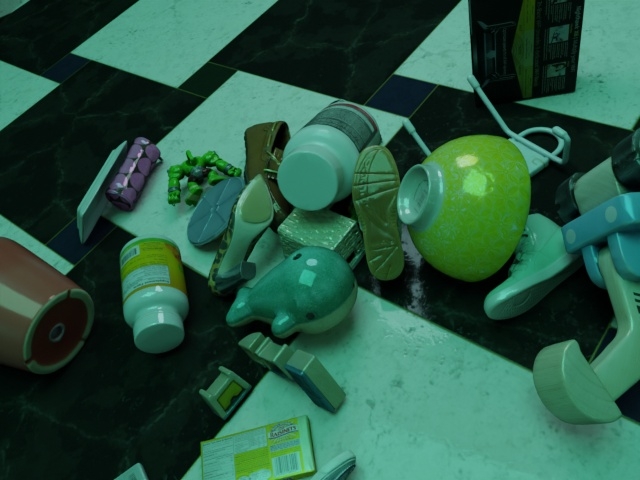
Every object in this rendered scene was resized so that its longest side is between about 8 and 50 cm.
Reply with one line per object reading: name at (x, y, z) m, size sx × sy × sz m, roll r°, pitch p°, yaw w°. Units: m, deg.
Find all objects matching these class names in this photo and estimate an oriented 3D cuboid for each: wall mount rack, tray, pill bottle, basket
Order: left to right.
tray at (-0.582, -0.133, 1.576) m, size 0.030 × 0.145 × 0.270 m, roll 21°, pitch 54°, yaw -8°
pill bottle at (-0.361, 0.116, 1.295) m, size 0.136 × 0.136 × 0.246 m, roll -21°, pitch 48°, yaw 0°
basket at (0.000, 0.000, 1.297) m, size 0.167 × 0.103 × 0.113 m, roll 23°, pitch 60°, yaw 33°
pill bottle at (0.019, -0.187, 1.325) m, size 0.176 × 0.177 × 0.318 m, roll 0°, pitch 26°, yaw 18°
wall mount rack at (0.368, -0.216, 1.340) m, size 0.350 × 0.131 × 0.304 m, roll -35°, pitch 49°, yaw -13°

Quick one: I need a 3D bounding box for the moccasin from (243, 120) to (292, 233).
moccasin at (-0.100, -0.166, 1.460) m, size 0.146 × 0.139 × 0.380 m, roll -22°, pitch 38°, yaw 11°

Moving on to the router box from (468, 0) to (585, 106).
router box at (0.478, -0.475, 1.400) m, size 0.242 × 0.309 × 0.081 m, roll -6°, pitch 51°, yaw 13°

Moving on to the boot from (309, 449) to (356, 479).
boot at (0.005, 0.436, 0.963) m, size 0.190 × 0.069 × 0.086 m, roll -43°, pitch 58°, yaw -8°

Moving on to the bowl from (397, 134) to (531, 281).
bowl at (0.240, -0.073, 1.136) m, size 0.155 × 0.289 × 0.290 m, roll 9°, pitch 45°, yaw -21°

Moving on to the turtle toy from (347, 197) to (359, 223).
turtle toy at (0.121, -0.085, 1.353) m, size 0.130 × 0.066 × 0.095 m, roll -33°, pitch 49°, yaw -10°

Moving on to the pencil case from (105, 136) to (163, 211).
pencil case at (-0.510, -0.177, 1.622) m, size 0.098 × 0.095 × 0.209 m, roll -32°, pitch 31°, yaw 49°

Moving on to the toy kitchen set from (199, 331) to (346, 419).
toy kitchen set at (-0.093, 0.286, 1.105) m, size 0.207 × 0.122 × 0.166 m, roll 10°, pitch 53°, yaw 50°

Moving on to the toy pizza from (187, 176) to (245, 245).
toy pizza at (-0.248, -0.069, 1.450) m, size 0.201 × 0.032 × 0.201 m, roll -29°, pitch 39°, yaw 27°

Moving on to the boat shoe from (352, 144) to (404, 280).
boat shoe at (0.120, -0.055, 1.237) m, size 0.098 × 0.096 × 0.277 m, roll -4°, pitch 85°, yaw 6°

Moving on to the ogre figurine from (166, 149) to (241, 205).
ogre figurine at (-0.315, -0.171, 1.551) m, size 0.197 × 0.097 × 0.118 m, roll -34°, pitch 60°, yaw 3°

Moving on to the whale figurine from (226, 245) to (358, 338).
whale figurine at (-0.066, 0.094, 1.167) m, size 0.271 × 0.141 × 0.216 m, roll -10°, pitch 32°, yaw 21°

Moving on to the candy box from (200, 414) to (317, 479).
candy box at (-0.113, 0.387, 1.060) m, size 0.205 × 0.027 × 0.105 m, roll -16°, pitch 46°, yaw 5°

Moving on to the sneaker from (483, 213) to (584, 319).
sneaker at (0.375, 0.043, 1.143) m, size 0.255 × 0.094 × 0.151 m, roll -29°, pitch 54°, yaw -20°

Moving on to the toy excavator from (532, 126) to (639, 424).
toy excavator at (0.534, 0.055, 0.992) m, size 0.432 × 0.222 × 0.446 m, roll -2°, pitch 71°, yaw -15°

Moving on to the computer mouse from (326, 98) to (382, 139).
computer mouse at (0.077, -0.302, 1.569) m, size 0.106 × 0.042 × 0.193 m, roll -28°, pitch 54°, yaw 0°

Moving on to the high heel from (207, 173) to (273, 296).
high heel at (-0.188, -0.010, 1.315) m, size 0.186 × 0.093 × 0.261 m, roll -29°, pitch 48°, yaw 51°

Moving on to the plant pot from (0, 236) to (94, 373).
plant pot at (-0.652, 0.155, 1.291) m, size 0.243 × 0.275 × 0.275 m, roll 20°, pitch 59°, yaw 18°

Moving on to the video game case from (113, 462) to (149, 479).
video game case at (-0.355, 0.517, 1.036) m, size 0.173 × 0.022 × 0.190 m, roll -34°, pitch 50°, yaw -12°
